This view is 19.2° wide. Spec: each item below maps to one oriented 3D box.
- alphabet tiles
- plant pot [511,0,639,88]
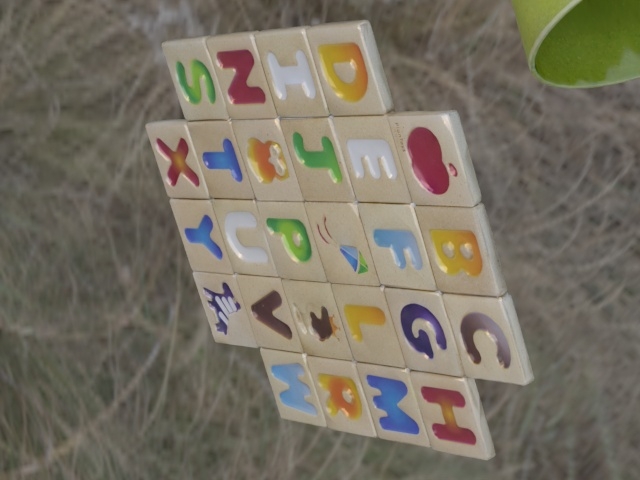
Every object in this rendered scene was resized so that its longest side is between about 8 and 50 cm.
[{"bbox_3d":[0.000,0.000,1.230,0.011,0.342,0.285,-25,106,-32],"label":"alphabet tiles"},{"bbox_3d":[0.236,-0.312,1.466,0.274,0.275,0.294,-17,73,-11],"label":"plant pot"}]
